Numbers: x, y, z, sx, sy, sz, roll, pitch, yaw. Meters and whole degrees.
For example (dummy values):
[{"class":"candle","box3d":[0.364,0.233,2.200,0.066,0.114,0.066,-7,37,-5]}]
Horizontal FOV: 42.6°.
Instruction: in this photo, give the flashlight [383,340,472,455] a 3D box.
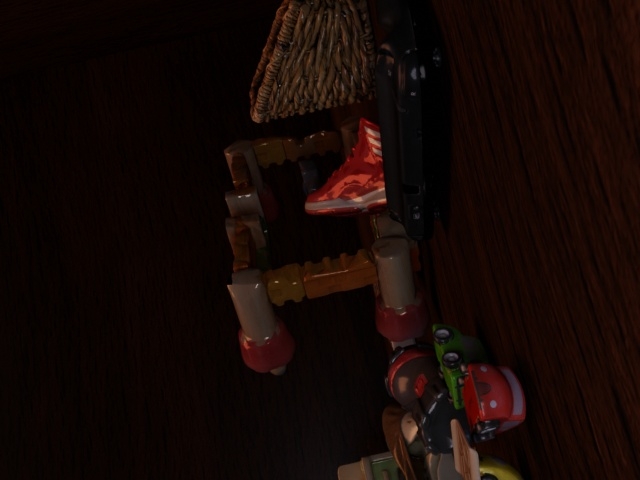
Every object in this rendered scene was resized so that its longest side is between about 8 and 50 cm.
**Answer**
[{"class":"flashlight","box3d":[0.145,0.207,1.088,0.304,0.103,0.103,-89,-13,-86]}]

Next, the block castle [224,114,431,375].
[{"class":"block castle","box3d":[0.000,0.000,1.371,0.453,0.303,0.213,-100,-3,-53]}]

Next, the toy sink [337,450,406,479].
[{"class":"toy sink","box3d":[0.162,0.565,1.880,0.131,0.234,0.152,76,-177,-71]}]

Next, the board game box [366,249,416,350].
[{"class":"board game box","box3d":[0.156,0.124,1.860,0.305,0.053,0.193,-97,-5,-86]}]

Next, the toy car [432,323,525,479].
[{"class":"toy car","box3d":[0.159,0.160,0.821,0.225,0.053,0.239,-101,0,-57]}]

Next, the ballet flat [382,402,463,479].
[{"class":"ballet flat","box3d":[0.191,0.378,1.399,0.342,0.116,0.124,-103,20,-52]}]

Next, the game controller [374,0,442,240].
[{"class":"game controller","box3d":[0.098,-0.137,0.891,0.319,0.067,0.166,78,-166,-58]}]

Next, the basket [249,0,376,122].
[{"class":"basket","box3d":[-0.035,-0.345,1.395,0.299,0.223,0.213,-99,-3,-68]}]

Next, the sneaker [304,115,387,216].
[{"class":"sneaker","box3d":[0.059,-0.103,1.158,0.221,0.087,0.128,-6,84,47]}]

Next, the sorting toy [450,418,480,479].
[{"class":"sorting toy","box3d":[0.134,0.209,0.733,0.062,0.012,0.083,-118,19,-73]}]
